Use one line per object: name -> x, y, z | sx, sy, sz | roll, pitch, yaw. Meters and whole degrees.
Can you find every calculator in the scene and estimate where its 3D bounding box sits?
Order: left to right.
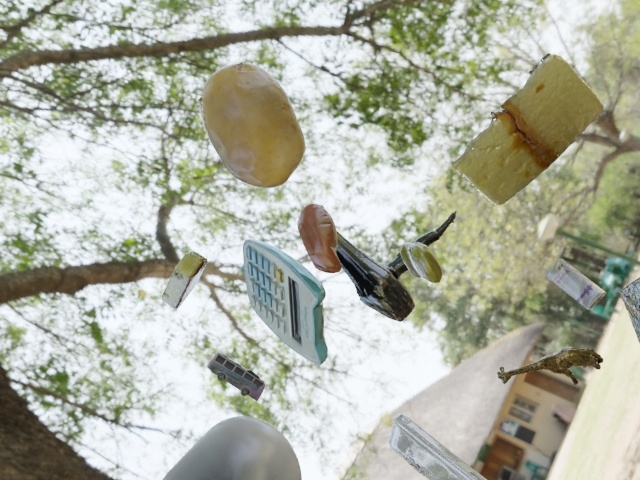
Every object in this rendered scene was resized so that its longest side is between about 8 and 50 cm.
calculator -> -0.098, 0.139, 1.732 | 0.054, 0.386, 0.256 | -20, -59, -32

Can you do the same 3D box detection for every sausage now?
sausage -> 0.000, 0.000, 1.586 | 0.089, 0.089, 0.179 | 54, -164, -64

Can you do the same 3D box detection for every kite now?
kite -> 0.485, 0.132, 0.988 | 0.244, 0.006, 0.198 | -97, -5, -68

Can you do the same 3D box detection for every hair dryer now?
hair dryer -> 0.214, 0.016, 1.847 | 0.359, 0.303, 0.120 | -40, -16, -10

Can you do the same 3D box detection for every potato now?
potato -> -0.124, -0.198, 1.200 | 0.146, 0.233, 0.150 | -17, -17, -31

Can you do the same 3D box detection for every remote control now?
remote control -> -0.176, 0.475, 1.281 | 0.332, 0.221, 0.103 | -46, -16, 12

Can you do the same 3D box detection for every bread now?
bread -> -0.283, 0.075, 1.448 | 0.088, 0.049, 0.226 | -57, 5, -30
bread -> 0.303, -0.199, 1.096 | 0.240, 0.135, 0.178 | -47, -46, 14

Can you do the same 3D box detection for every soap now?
soap -> 0.200, 0.042, 1.355 | 0.045, 0.089, 0.140 | -37, 7, -6

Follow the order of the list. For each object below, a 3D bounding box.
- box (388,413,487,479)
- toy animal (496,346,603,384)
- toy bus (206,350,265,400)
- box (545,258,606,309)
box -> 0.291, 0.559, 1.716 | 0.044, 0.285, 0.142 | -34, -35, -33
toy animal -> 0.608, 0.332, 1.809 | 0.149, 0.276, 0.054 | 99, 167, -49
toy bus -> -0.176, 0.285, 1.447 | 0.052, 0.131, 0.037 | -56, 6, -7
box -> 0.539, 0.092, 1.455 | 0.050, 0.117, 0.036 | -56, -26, 16
